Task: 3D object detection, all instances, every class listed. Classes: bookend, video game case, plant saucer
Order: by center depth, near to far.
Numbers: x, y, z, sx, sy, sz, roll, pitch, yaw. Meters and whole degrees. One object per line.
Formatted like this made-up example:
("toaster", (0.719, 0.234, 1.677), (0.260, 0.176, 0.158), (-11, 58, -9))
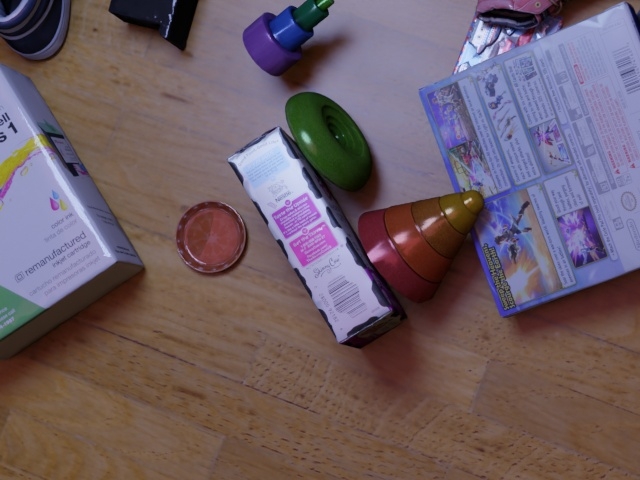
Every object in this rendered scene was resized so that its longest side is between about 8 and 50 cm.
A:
("video game case", (0.265, -0.083, 1.699), (0.244, 0.061, 0.269), (-21, 84, 19))
("plant saucer", (-0.125, -0.004, 1.815), (0.083, 0.013, 0.083), (-1, 85, 11))
("bookend", (-0.216, -0.318, 1.830), (0.156, 0.072, 0.157), (14, 88, 12))

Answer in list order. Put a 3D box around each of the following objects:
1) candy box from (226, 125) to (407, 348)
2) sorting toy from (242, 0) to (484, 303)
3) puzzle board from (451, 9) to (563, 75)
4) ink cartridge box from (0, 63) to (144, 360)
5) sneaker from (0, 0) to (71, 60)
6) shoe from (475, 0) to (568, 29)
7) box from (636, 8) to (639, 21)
("candy box", (0.000, 0.000, 1.718), (0.071, 0.159, 0.233), (-33, 81, 5))
("sorting toy", (0.059, -0.116, 1.718), (0.126, 0.127, 0.365), (-36, 80, 25))
("puzzle board", (0.205, -0.205, 1.774), (0.096, 0.011, 0.128), (21, 88, 11))
("ink cartridge box", (-0.365, -0.033, 1.809), (0.201, 0.117, 0.278), (-34, 80, 6))
("sneaker", (-0.343, -0.359, 1.815), (0.099, 0.153, 0.282), (-2, 84, 10))
("shoe", (0.258, -0.273, 1.738), (0.178, 0.063, 0.081), (5, 73, 16))
("box", (0.431, -0.234, 1.717), (0.159, 0.044, 0.233), (33, 92, 12))
